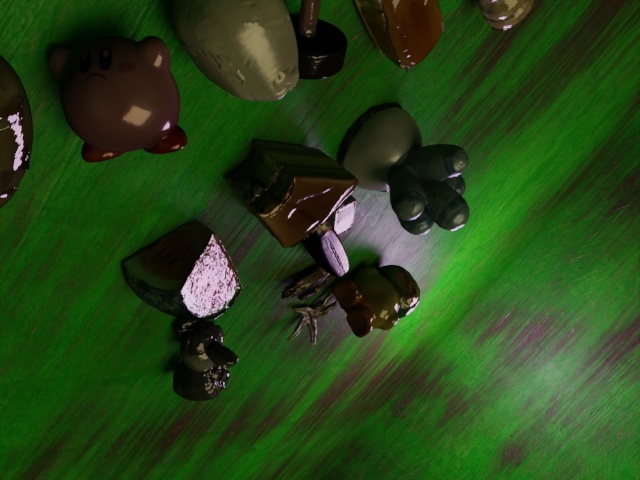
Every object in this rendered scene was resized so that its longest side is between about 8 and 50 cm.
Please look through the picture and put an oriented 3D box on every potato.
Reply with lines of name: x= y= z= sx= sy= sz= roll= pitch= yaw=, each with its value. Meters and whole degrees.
potato: x=-0.457 y=-0.138 z=0.758 sx=0.165 sy=0.165 sz=0.262 roll=-19 pitch=148 yaw=-38

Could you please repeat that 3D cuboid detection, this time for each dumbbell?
dumbbell: x=-0.017 y=-0.396 z=0.983 sx=0.153 sy=0.152 sz=0.218 roll=-24 pitch=145 yaw=-33

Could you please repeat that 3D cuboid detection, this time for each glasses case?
glasses case: x=0.000 y=0.000 z=1.537 sx=0.082 sy=0.122 sz=0.321 roll=-40 pitch=151 yaw=-7

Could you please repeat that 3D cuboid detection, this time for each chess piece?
chess piece: x=0.347 y=-0.585 z=1.267 sx=0.301 sy=0.137 sz=0.137 roll=21 pitch=111 yaw=-47

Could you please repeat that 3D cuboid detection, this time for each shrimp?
shrimp: x=-0.030 y=0.134 z=1.743 sx=0.251 sy=0.052 sz=0.143 roll=-19 pitch=144 yaw=-40

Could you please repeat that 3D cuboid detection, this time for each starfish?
starfish: x=-0.033 y=0.238 z=1.869 sx=0.208 sy=0.053 sz=0.176 roll=-54 pitch=142 yaw=-7

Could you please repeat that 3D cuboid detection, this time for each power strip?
power strip: x=0.051 y=-0.056 z=1.614 sx=0.075 sy=0.042 sz=0.175 roll=-29 pitch=148 yaw=-27

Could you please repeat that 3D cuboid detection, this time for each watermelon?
watermelon: x=-0.261 y=0.077 z=1.292 sx=0.318 sy=0.148 sz=0.226 roll=10 pitch=112 yaw=-56

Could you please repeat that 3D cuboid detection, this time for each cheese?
cheese: x=-0.129 y=-0.321 z=0.900 sx=0.154 sy=0.198 sz=0.189 roll=-51 pitch=146 yaw=-7

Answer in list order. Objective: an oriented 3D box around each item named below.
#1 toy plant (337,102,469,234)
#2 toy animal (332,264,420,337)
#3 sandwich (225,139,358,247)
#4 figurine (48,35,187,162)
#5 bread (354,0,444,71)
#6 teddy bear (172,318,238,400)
toy plant: x=0.229 y=-0.149 z=1.431 sx=0.247 sy=0.332 sz=0.247 roll=-34 pitch=151 yaw=-22
toy animal: x=0.182 y=0.193 z=1.957 sx=0.338 sy=0.216 sz=0.191 roll=-17 pitch=168 yaw=-45
sandwich: x=-0.058 y=-0.131 z=1.263 sx=0.227 sy=0.155 sz=0.198 roll=-42 pitch=151 yaw=-6
figurine: x=-0.289 y=-0.210 z=0.862 sx=0.173 sy=0.173 sz=0.173 roll=-32 pitch=148 yaw=-23
bread: x=0.165 y=-0.457 z=1.188 sx=0.136 sy=0.107 sz=0.241 roll=-48 pitch=151 yaw=0
teddy bear: x=-0.285 y=0.298 z=1.520 sx=0.144 sy=0.171 sz=0.250 roll=-38 pitch=151 yaw=-56
